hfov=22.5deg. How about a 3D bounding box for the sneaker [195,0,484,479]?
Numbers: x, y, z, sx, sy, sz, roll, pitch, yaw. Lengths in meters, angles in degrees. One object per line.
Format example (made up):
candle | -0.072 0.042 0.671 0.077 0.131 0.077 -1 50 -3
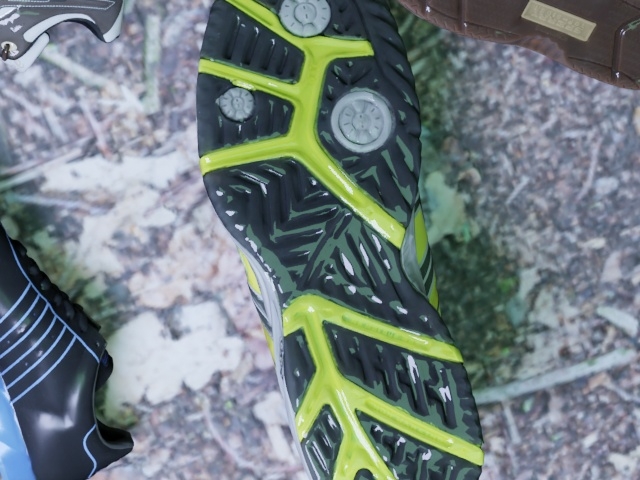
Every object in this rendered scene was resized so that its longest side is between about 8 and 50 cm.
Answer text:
sneaker | 0.000 0.000 1.033 0.145 0.147 0.385 -9 85 -6

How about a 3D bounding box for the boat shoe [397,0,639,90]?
boat shoe | 0.118 -0.178 1.036 0.257 0.095 0.095 26 116 -22

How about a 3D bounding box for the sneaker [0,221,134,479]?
sneaker | -0.188 0.051 1.033 0.090 0.081 0.232 -17 111 -10

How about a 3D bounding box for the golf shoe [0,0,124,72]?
golf shoe | -0.214 -0.143 0.984 0.198 0.077 0.094 -12 104 -7
